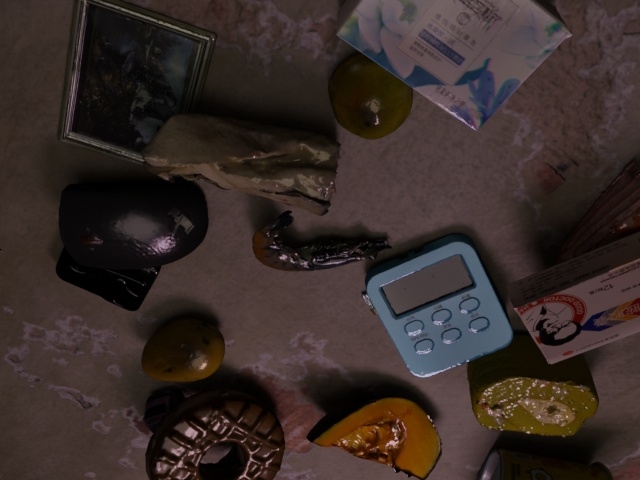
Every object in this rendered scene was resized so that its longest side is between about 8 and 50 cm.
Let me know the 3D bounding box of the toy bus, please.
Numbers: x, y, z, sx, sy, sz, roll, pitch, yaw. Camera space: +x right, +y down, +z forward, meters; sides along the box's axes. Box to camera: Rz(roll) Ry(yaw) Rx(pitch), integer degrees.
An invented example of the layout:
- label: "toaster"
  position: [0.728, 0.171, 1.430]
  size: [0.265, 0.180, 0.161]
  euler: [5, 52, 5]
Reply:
- label: "toy bus"
  position: [-0.338, 0.439, 1.680]
  size: [0.087, 0.098, 0.178]
  euler: [-21, 122, 20]

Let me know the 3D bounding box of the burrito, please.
- label: "burrito"
  position: [-0.129, -0.138, 1.204]
  size: [0.332, 0.190, 0.135]
  euler: [12, 91, -7]

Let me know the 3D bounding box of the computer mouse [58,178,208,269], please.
- label: "computer mouse"
  position: [-0.344, -0.024, 1.312]
  size: [0.269, 0.100, 0.170]
  euler: [-3, 118, -3]

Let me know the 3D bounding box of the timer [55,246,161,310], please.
- label: "timer"
  position: [-0.431, 0.061, 1.431]
  size: [0.187, 0.055, 0.144]
  euler: [26, 125, -14]

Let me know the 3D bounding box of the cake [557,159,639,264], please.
- label: "cake"
  position: [0.518, -0.016, 1.267]
  size: [0.135, 0.098, 0.287]
  euler: [7, 127, -1]

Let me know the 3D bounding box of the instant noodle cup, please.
- label: "instant noodle cup"
  position: [0.499, 0.640, 1.647]
  size: [0.254, 0.325, 0.325]
  euler: [16, 127, 4]

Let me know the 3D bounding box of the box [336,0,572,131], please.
- label: "box"
  position: [0.190, -0.325, 1.051]
  size: [0.274, 0.116, 0.203]
  euler: [31, 123, -17]

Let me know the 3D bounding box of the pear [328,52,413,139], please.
- label: "pear"
  position: [0.078, -0.224, 1.139]
  size: [0.141, 0.104, 0.141]
  euler: [5, 130, 6]

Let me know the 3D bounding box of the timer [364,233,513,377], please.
- label: "timer"
  position: [0.232, 0.129, 1.401]
  size: [0.232, 0.091, 0.250]
  euler: [-25, 117, 16]

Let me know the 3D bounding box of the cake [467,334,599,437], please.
- label: "cake"
  position: [0.446, 0.305, 1.486]
  size: [0.261, 0.156, 0.179]
  euler: [4, 133, 0]

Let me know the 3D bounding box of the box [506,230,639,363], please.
- label: "box"
  position: [0.535, 0.088, 1.260]
  size: [0.353, 0.069, 0.214]
  euler: [-24, 133, 19]

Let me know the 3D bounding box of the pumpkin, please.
- label: "pumpkin"
  position: [0.122, 0.417, 1.632]
  size: [0.312, 0.148, 0.169]
  euler: [23, 87, -22]

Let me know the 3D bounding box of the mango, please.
- label: "mango"
  position: [-0.297, 0.242, 1.515]
  size: [0.195, 0.098, 0.137]
  euler: [-27, 94, 13]

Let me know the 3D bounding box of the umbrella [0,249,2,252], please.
- label: "umbrella"
  position: [-0.676, -0.028, 1.408]
  size: [0.022, 0.022, 0.148]
  euler: [18, 139, 40]

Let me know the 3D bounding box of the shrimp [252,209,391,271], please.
- label: "shrimp"
  position: [0.000, 0.000, 1.316]
  size: [0.262, 0.051, 0.198]
  euler: [-5, 153, 5]

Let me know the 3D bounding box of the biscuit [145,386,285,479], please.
- label: "biscuit"
  position: [-0.238, 0.490, 1.630]
  size: [0.332, 0.103, 0.332]
  euler: [-10, 116, -22]

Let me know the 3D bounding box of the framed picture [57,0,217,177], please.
- label: "framed picture"
  position: [-0.321, -0.253, 1.209]
  size: [0.232, 0.019, 0.296]
  euler: [17, 127, -8]

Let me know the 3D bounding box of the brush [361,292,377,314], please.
- label: "brush"
  position: [0.170, 0.176, 1.494]
  size: [0.083, 0.010, 0.218]
  euler: [-22, 122, 20]
